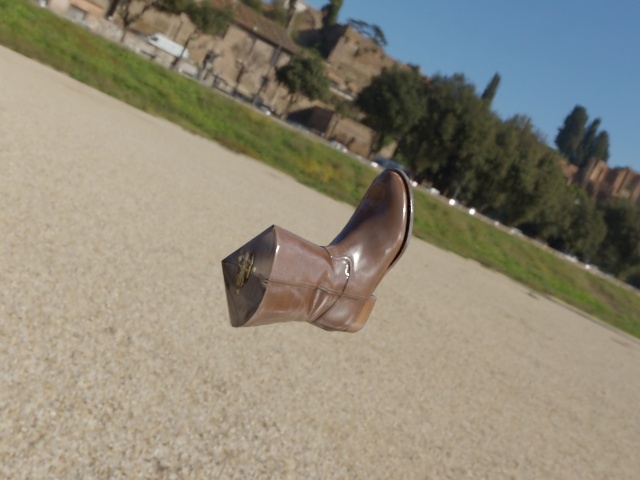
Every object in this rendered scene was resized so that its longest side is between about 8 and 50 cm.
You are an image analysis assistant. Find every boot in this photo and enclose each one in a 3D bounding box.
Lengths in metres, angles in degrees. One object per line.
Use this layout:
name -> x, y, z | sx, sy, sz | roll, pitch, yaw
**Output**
boot -> 0.000, 0.000, 0.423 | 0.037, 0.106, 0.114 | 17, 1, 39
